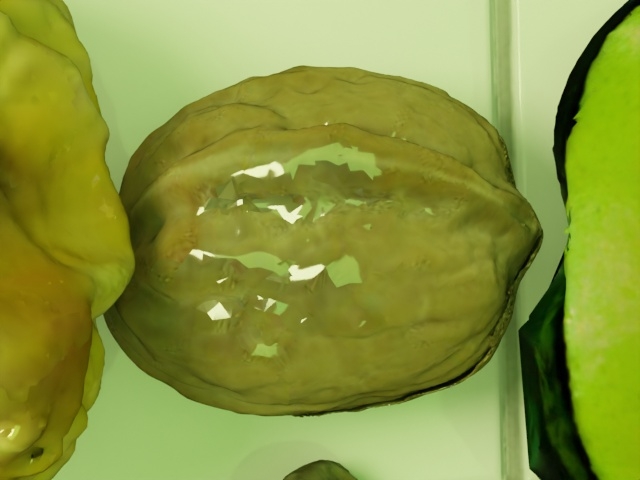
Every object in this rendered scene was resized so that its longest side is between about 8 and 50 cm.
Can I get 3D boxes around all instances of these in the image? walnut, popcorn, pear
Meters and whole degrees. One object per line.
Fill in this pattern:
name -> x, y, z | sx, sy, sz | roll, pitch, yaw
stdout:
walnut -> 0.000, 0.000, 0.964 | 0.245, 0.198, 0.198 | -2, 91, 4
popcorn -> -0.275, 0.003, 0.859 | 0.381, 0.349, 0.349 | 1, 91, -42
pear -> 0.305, 0.021, 0.938 | 0.398, 0.165, 0.399 | 2, 86, -27

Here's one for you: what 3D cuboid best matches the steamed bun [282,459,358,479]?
steamed bun -> -0.019, 0.225, 0.989 | 0.155, 0.172, 0.141 | -42, 83, 15
